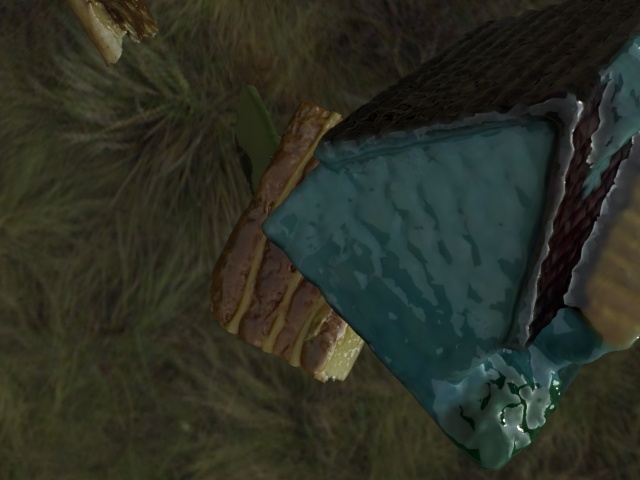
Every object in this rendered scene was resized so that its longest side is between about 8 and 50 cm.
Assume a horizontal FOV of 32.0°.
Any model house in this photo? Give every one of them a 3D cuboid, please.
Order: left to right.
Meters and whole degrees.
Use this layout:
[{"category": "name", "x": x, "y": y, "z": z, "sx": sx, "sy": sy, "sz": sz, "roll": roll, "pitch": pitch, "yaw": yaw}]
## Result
[{"category": "model house", "x": 0.159, "y": -0.048, "z": 0.692, "sx": 0.230, "sy": 0.280, "sz": 0.249, "roll": 48, "pitch": 132, "yaw": 0}]

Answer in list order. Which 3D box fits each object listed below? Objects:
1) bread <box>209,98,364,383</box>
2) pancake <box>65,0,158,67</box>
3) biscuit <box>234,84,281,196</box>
[{"category": "bread", "x": 0.000, "y": 0.000, "z": 1.248, "sx": 0.185, "sy": 0.114, "sz": 0.274, "roll": 25, "pitch": 89, "yaw": 31}, {"category": "pancake", "x": -0.310, "y": -0.342, "z": 1.498, "sx": 0.056, "sy": 0.257, "sz": 0.212, "roll": -39, "pitch": 104, "yaw": 13}, {"category": "biscuit", "x": -0.086, "y": -0.136, "z": 1.591, "sx": 0.038, "sy": 0.322, "sz": 0.099, "roll": 7, "pitch": 113, "yaw": -14}]
